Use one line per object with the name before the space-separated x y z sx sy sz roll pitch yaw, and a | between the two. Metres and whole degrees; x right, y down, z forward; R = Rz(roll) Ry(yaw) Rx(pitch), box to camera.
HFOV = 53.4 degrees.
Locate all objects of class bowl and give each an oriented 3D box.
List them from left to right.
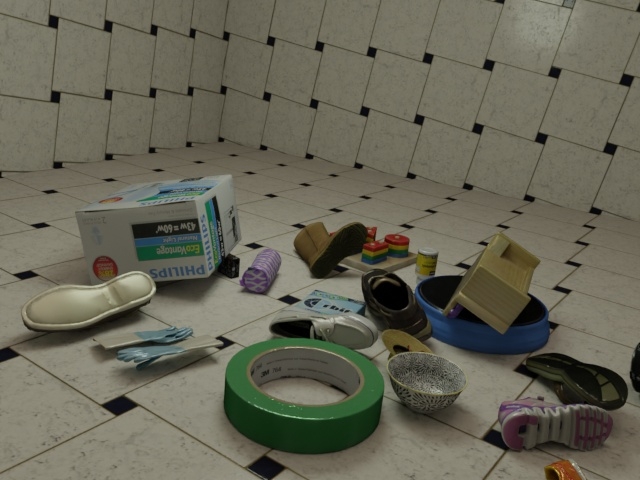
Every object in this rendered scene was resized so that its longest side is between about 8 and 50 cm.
bowl | 0.217 0.310 1.338 0.170 0.080 0.170 6 19 -2
bowl | 0.443 0.194 1.784 0.391 0.077 0.391 5 18 -2

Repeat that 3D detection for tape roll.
tape roll | -0.034 0.302 1.292 0.322 0.077 0.321 5 18 -2

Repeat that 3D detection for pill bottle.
pill bottle | 0.336 0.083 2.028 0.065 0.116 0.065 5 18 -2

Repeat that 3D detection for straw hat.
straw hat | 0.193 0.275 1.474 0.145 0.061 0.144 22 24 -10

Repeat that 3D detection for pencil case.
pencil case | -0.176 0.091 1.907 0.088 0.086 0.206 -15 12 13

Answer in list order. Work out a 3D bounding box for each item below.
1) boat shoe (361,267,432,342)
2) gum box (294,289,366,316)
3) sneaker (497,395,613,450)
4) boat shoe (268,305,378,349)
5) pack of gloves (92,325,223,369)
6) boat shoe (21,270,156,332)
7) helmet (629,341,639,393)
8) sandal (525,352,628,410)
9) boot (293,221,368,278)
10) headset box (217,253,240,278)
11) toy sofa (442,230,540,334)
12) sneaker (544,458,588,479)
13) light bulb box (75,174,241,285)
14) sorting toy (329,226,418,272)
boat shoe | 0.193 0.143 1.699 0.132 0.130 0.355 -25 26 -8
gum box | 0.019 0.194 1.704 0.157 0.041 0.184 12 18 20
sneaker | 0.459 0.355 1.272 0.237 0.095 0.104 2 10 -8
boat shoe | 0.002 0.219 1.537 0.268 0.096 0.088 12 23 21
pack of gloves | -0.369 0.247 1.445 0.232 0.046 0.195 -4 9 -38
boat shoe | -0.558 0.160 1.536 0.324 0.097 0.116 -17 69 -44
helmet | 0.806 0.298 1.440 0.169 0.169 0.162 -12 9 -43
sandal | 0.573 0.324 1.426 0.120 0.086 0.303 -3 4 -11
boot | 0.022 -0.011 2.099 0.236 0.089 0.269 -40 23 3
headset box | -0.284 0.073 1.950 0.032 0.062 0.083 -11 23 -41
toy sofa | 0.464 0.123 1.699 0.150 0.177 0.362 36 25 10
sneaker | 0.436 0.439 1.069 0.068 0.064 0.175 -17 16 -5
light bulb box | -0.458 -0.039 1.880 0.358 0.225 0.361 -5 16 9
sorting toy | 0.176 0.020 2.220 0.257 0.089 0.255 19 22 37
